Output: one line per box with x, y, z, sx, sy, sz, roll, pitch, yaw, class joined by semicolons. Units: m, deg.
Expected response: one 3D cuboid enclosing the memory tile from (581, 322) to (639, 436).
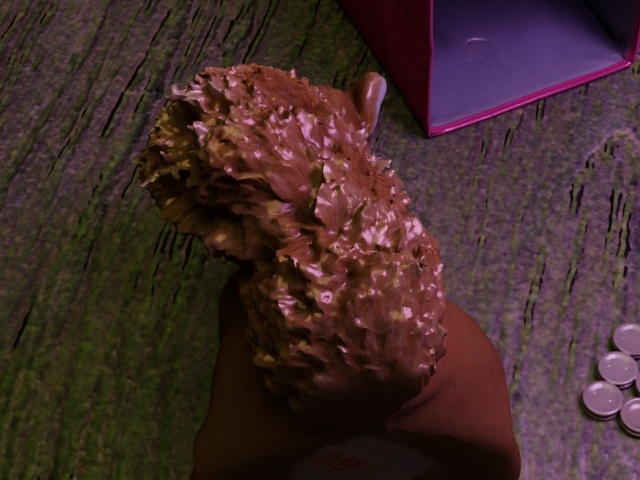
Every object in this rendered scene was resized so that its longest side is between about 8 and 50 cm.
0.320;0.139;1.432;0.148;0.012;0.113;22;55;16;memory tile

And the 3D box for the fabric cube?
0.168;-0.313;1.638;0.254;0.259;0.258;-20;53;-13;fabric cube

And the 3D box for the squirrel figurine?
0.000;0.000;1.304;0.281;0.397;0.370;-8;60;0;squirrel figurine
